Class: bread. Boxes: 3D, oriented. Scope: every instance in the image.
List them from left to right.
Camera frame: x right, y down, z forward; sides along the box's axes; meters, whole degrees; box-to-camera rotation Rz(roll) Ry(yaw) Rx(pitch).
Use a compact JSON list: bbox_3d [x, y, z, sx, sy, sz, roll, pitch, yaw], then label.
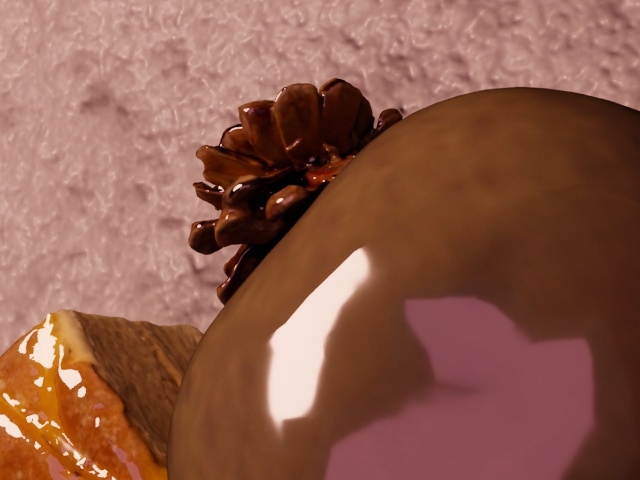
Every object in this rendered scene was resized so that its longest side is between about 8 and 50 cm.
[{"bbox_3d":[-0.150,0.233,0.918,0.279,0.207,0.279,-43,69,16],"label":"bread"}]

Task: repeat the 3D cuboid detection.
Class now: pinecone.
[{"bbox_3d":[0.002,-0.002,0.901,0.195,0.150,0.179,51,138,10],"label":"pinecone"}]

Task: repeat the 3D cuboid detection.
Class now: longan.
[{"bbox_3d":[0.094,0.100,0.707,0.361,0.361,0.361,-4,82,25],"label":"longan"}]
